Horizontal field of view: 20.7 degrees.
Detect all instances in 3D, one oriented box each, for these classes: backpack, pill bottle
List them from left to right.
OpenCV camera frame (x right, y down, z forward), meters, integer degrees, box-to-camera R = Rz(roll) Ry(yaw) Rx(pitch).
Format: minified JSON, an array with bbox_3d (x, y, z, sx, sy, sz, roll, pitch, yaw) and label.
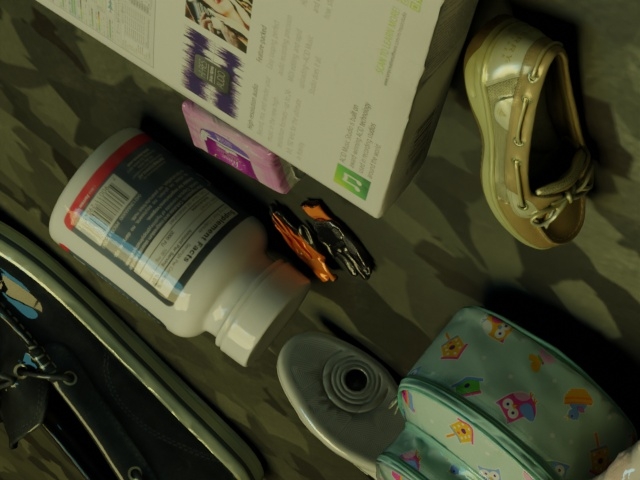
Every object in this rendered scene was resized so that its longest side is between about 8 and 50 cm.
[{"bbox_3d":[-0.101,0.008,1.302,0.180,0.108,0.108,38,159,8],"label":"pill bottle"},{"bbox_3d":[0.121,0.138,1.139,0.166,0.144,0.188,38,156,24],"label":"backpack"}]

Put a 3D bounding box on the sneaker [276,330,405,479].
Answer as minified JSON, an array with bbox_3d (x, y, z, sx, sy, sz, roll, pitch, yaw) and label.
[{"bbox_3d":[0.044,0.166,1.402,0.217,0.079,0.121,39,157,2],"label":"sneaker"}]

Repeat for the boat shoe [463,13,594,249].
[{"bbox_3d":[0.115,-0.048,0.902,0.048,0.056,0.153,29,149,40],"label":"boat shoe"}]

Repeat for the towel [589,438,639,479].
[{"bbox_3d":[0.284,0.219,0.964,0.317,0.053,0.332,39,130,4],"label":"towel"}]

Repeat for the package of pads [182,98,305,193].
[{"bbox_3d":[-0.050,-0.068,1.169,0.083,0.032,0.050,29,155,27],"label":"package of pads"}]

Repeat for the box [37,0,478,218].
[{"bbox_3d":[-0.073,-0.163,0.885,0.322,0.058,0.232,32,155,8],"label":"box"}]

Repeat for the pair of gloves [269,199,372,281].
[{"bbox_3d":[0.000,0.000,1.249,0.074,0.010,0.083,50,154,-19],"label":"pair of gloves"}]

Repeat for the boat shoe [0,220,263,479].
[{"bbox_3d":[-0.282,0.132,1.790,0.500,0.156,0.187,44,161,-4],"label":"boat shoe"}]
